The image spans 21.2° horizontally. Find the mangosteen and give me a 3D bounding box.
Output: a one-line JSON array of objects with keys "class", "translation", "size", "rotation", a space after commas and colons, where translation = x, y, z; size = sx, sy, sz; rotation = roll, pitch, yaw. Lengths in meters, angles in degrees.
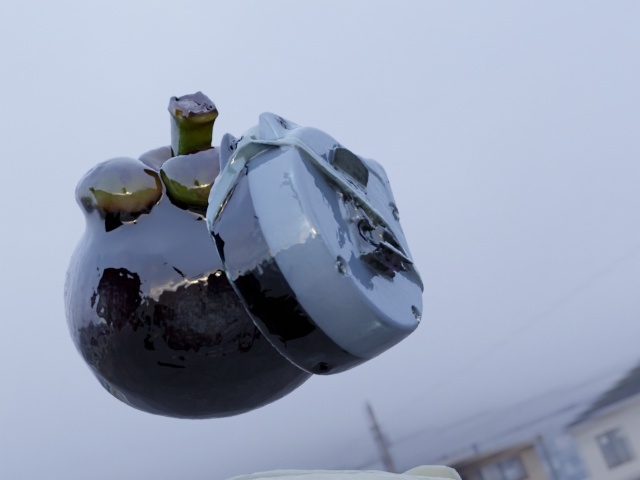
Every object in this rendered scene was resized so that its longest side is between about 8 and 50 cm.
[{"class": "mangosteen", "translation": [-0.106, 0.013, 1.575], "size": [0.275, 0.302, 0.275], "rotation": [-4, 15, 1]}]

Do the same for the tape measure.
[{"class": "tape measure", "translation": [0.001, 0.004, 1.226], "size": [0.107, 0.181, 0.182], "rotation": [-31, -27, 18]}]

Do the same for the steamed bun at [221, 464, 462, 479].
[{"class": "steamed bun", "translation": [0.032, 0.192, 0.602], "size": [0.289, 0.203, 0.276], "rotation": [21, -56, -24]}]
